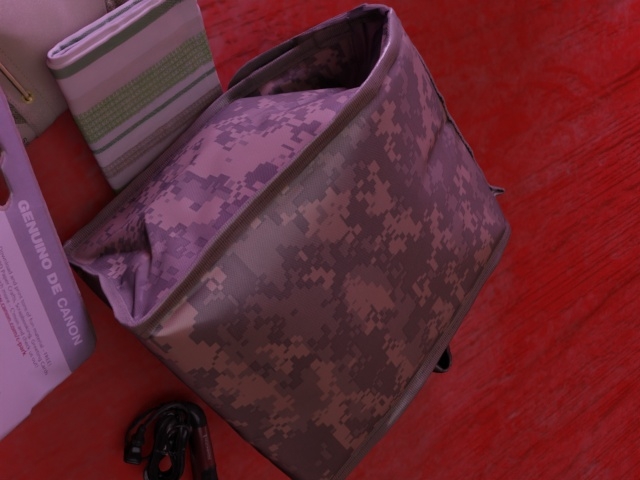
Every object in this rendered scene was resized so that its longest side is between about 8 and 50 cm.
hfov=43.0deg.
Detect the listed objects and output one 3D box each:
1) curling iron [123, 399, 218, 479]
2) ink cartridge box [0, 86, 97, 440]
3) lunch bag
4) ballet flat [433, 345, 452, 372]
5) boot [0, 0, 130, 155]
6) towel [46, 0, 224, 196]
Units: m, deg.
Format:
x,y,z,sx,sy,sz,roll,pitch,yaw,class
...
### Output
x,y,z,sx,sy,sz,roll,pitch,yaw,class
-0.102,0.251,0.677,0.068,0.035,0.274,-14,111,-7,curling iron
-0.286,0.002,0.409,0.272,0.130,0.310,-46,130,-51,ink cartridge box
0.000,0.000,0.607,0.287,0.169,0.235,-46,128,-11,lunch bag
0.095,0.041,0.754,0.057,0.049,0.173,-23,109,-28,ballet flat
-0.208,-0.171,0.517,0.165,0.077,0.213,-37,122,-21,boot
-0.122,-0.101,0.576,0.113,0.023,0.152,-39,148,-20,towel
